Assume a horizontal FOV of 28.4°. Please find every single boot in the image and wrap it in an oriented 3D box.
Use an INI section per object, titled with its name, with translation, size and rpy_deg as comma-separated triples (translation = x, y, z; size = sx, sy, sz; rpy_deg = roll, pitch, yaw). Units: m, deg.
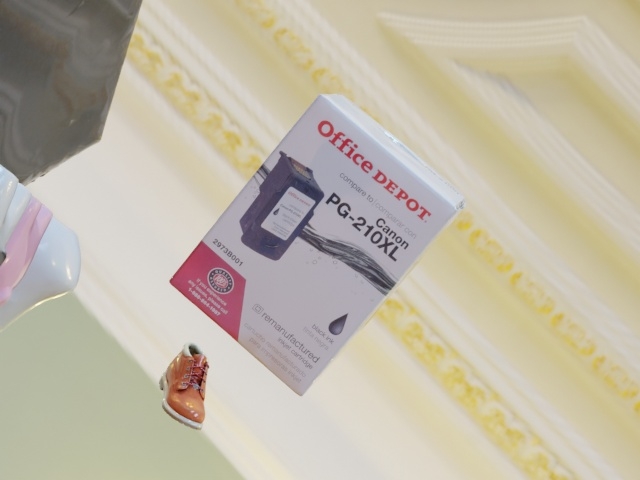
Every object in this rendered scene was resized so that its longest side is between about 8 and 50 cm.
[boot]
translation = -0.192, 0.211, 1.848
size = 0.059, 0.158, 0.085
rpy_deg = 25, -73, -27

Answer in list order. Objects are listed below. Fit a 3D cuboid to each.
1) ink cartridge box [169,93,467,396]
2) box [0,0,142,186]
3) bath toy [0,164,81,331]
[ink cartridge box]
translation = 0.000, 0.000, 1.213
size = 0.172, 0.100, 0.237
rpy_deg = 40, -79, 5
[box]
translation = -0.434, -0.349, 1.286
size = 0.471, 0.297, 0.480
rpy_deg = 37, -50, 13
[bath toy]
translation = -0.226, 0.001, 0.664
size = 0.151, 0.129, 0.348
rpy_deg = 33, -7, 5
